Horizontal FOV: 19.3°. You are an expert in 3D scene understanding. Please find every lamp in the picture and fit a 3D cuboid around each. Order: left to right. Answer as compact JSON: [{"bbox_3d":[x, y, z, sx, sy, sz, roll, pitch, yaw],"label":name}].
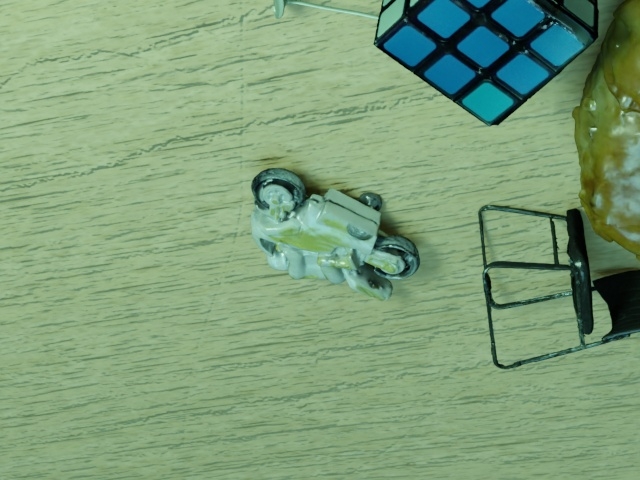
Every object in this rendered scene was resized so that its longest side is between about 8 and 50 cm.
[{"bbox_3d":[0.044,-0.248,1.969,0.198,0.050,0.056,9,134,3],"label":"lamp"}]

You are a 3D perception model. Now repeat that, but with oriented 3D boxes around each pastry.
[{"bbox_3d":[0.391,-0.128,1.942,0.255,0.162,0.311,24,124,2],"label":"pastry"}]

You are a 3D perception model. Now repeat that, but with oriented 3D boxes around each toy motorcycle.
[{"bbox_3d":[0.000,0.000,2.201,0.228,0.074,0.151,29,134,-19],"label":"toy motorcycle"}]

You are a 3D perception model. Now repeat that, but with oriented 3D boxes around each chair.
[{"bbox_3d":[0.297,0.044,2.145,0.221,0.140,0.145,-5,122,6],"label":"chair"}]

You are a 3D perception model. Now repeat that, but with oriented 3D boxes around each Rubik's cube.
[{"bbox_3d":[0.168,-0.241,1.876,0.160,0.163,0.162,34,129,-20],"label":"Rubik's cube"}]
